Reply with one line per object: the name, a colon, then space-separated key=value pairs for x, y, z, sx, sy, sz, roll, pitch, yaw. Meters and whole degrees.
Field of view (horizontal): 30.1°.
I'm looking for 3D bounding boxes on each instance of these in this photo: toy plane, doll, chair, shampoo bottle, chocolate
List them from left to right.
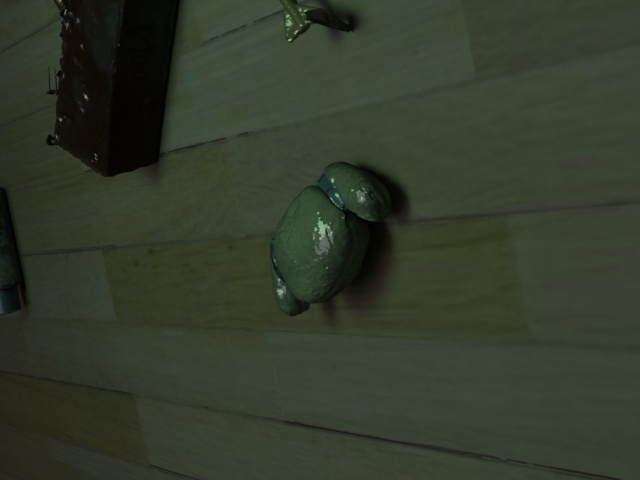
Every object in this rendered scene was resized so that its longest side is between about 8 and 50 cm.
shampoo bottle: x=-0.555 y=0.019 z=2.034 sx=0.072 sy=0.072 sz=0.214 roll=2 pitch=104 yaw=57
chair: x=-0.358 y=-0.202 z=1.658 sx=0.037 sy=0.042 sz=0.086 roll=18 pitch=117 yaw=58
chocolate: x=-0.241 y=-0.219 z=1.421 sx=0.112 sy=0.112 sz=0.321 roll=41 pitch=134 yaw=29
toy plane: x=-0.070 y=-0.293 z=1.141 sx=0.108 sy=0.092 sz=0.286 roll=-41 pitch=63 yaw=28
doll: x=0.000 y=0.000 z=1.150 sx=0.103 sy=0.071 sz=0.214 roll=60 pitch=141 yaw=22

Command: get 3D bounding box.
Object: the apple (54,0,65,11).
apple: x=-0.301 y=-0.319 z=1.493 sx=0.084 sy=0.071 sz=0.084 roll=48 pitch=158 yaw=26
